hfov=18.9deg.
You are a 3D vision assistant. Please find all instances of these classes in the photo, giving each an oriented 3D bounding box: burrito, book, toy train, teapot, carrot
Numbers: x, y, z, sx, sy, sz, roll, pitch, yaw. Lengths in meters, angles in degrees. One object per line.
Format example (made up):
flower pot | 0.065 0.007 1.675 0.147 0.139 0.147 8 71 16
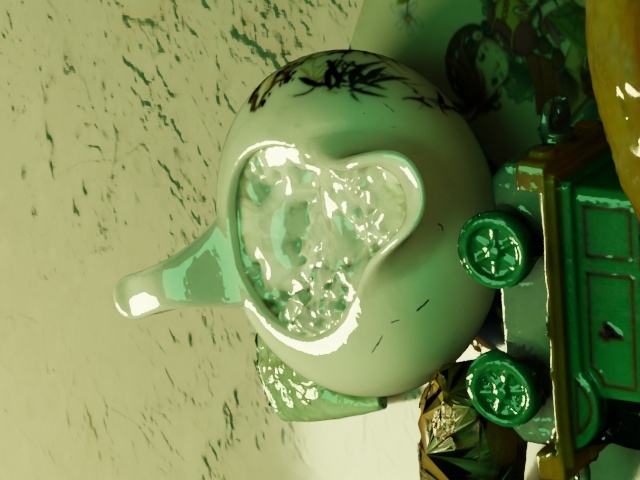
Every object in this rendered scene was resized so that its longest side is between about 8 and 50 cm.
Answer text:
burrito | 0.001 0.086 1.304 0.118 0.044 0.074 -6 91 57
book | 0.095 -0.082 1.153 0.228 0.018 0.322 46 132 35
toy train | 0.154 0.033 1.045 0.136 0.091 0.228 4 109 33
teapot | 0.000 0.000 1.164 0.299 0.166 0.208 -25 93 42
carrot | 0.088 0.169 1.168 0.069 0.069 0.229 40 143 39

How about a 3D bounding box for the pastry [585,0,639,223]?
pastry | 0.259 -0.093 0.826 0.356 0.163 0.356 10 102 53
